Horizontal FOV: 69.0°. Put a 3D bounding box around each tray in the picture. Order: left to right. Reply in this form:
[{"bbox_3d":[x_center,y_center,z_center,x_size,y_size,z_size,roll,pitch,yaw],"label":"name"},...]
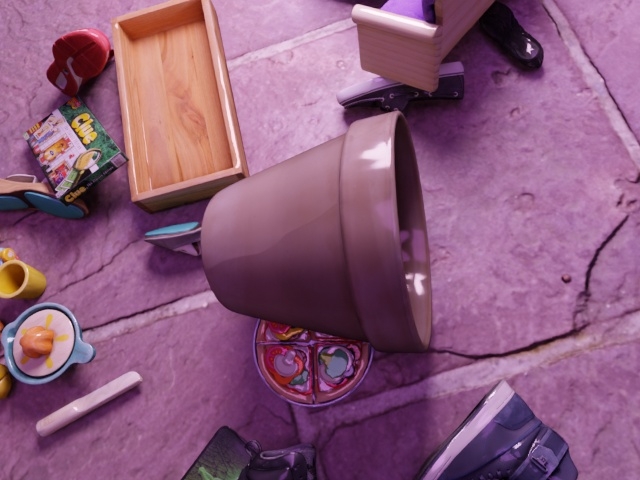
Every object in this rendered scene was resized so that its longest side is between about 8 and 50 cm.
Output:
[{"bbox_3d":[-0.273,-0.271,0.897,0.203,0.076,0.410,-15,73,4],"label":"tray"}]

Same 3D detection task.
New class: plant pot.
[{"bbox_3d":[0.000,0.000,0.669,0.281,0.323,0.322,-6,73,19],"label":"plant pot"}]

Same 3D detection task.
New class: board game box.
[{"bbox_3d":[-0.467,-0.178,0.878,0.136,0.030,0.260,-40,54,-11],"label":"board game box"}]

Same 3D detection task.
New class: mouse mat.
[{"bbox_3d":[-0.126,0.402,0.712,0.190,0.007,0.152,34,81,15],"label":"mouse mat"}]

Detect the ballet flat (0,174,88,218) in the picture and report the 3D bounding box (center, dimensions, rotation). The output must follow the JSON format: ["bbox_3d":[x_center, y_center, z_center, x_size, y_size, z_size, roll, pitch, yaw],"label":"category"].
[{"bbox_3d":[-0.542,-0.093,0.884,0.233,0.080,0.073,6,60,9],"label":"ballet flat"}]

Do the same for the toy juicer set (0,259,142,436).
[{"bbox_3d":[-0.486,0.201,0.779,0.329,0.089,0.209,39,82,16],"label":"toy juicer set"}]

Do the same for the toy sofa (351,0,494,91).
[{"bbox_3d":[0.214,-0.434,0.772,0.150,0.177,0.362,29,66,26],"label":"toy sofa"}]

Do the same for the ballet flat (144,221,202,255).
[{"bbox_3d":[-0.203,-0.007,0.814,0.213,0.072,0.068,-15,102,6],"label":"ballet flat"}]

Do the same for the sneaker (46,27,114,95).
[{"bbox_3d":[-0.447,-0.374,0.901,0.221,0.087,0.128,-8,48,42],"label":"sneaker"}]

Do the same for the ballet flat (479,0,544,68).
[{"bbox_3d":[0.347,-0.379,0.862,0.057,0.049,0.173,-36,65,20],"label":"ballet flat"}]

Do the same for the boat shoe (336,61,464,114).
[{"bbox_3d":[0.146,-0.258,0.837,0.229,0.080,0.076,-11,98,3],"label":"boat shoe"}]

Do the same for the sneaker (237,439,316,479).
[{"bbox_3d":[-0.008,0.376,0.645,0.269,0.101,0.153,14,78,14],"label":"sneaker"}]

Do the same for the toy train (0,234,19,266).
[{"bbox_3d":[-0.638,0.029,0.878,0.166,0.046,0.125,42,95,14],"label":"toy train"}]

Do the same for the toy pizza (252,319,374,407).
[{"bbox_3d":[-0.014,0.164,0.752,0.202,0.032,0.201,-2,73,7],"label":"toy pizza"}]

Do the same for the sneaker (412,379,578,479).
[{"bbox_3d":[0.239,0.331,0.638,0.226,0.086,0.163,-43,70,-7],"label":"sneaker"}]
